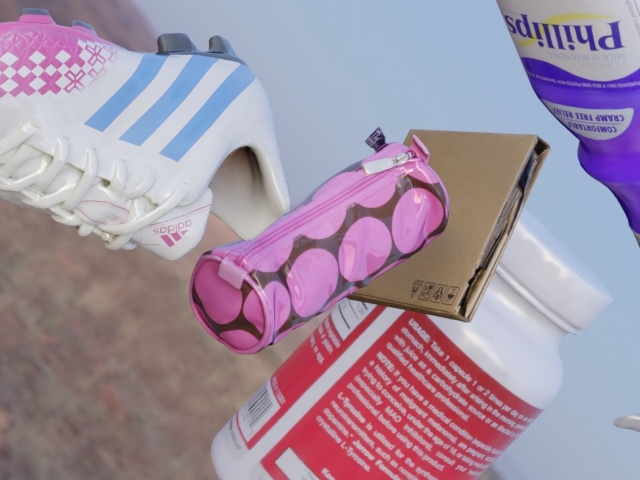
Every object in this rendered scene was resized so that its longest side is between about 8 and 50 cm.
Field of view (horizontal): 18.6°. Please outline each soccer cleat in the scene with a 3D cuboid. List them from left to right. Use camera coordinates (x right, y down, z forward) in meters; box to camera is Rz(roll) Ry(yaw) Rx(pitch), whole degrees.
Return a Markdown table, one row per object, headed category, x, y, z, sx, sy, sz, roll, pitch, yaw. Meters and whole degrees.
| category | x | y | z | sx | sy | sz | roll | pitch | yaw |
| --- | --- | --- | --- | --- | --- | --- | --- | --- | --- |
| soccer cleat | -0.140 | -0.055 | 1.189 | 0.331 | 0.116 | 0.143 | -5 | 67 | -48 |

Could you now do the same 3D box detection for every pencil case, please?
| category | x | y | z | sx | sy | sz | roll | pitch | yaw |
| --- | --- | --- | --- | --- | --- | --- | --- | --- | --- |
| pencil case | 0.000 | 0.000 | 1.481 | 0.095 | 0.209 | 0.098 | 46 | -31 | 15 |

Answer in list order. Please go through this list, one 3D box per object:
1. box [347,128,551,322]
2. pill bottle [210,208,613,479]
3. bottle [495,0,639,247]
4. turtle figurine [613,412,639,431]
| category | x | y | z | sx | sy | sz | roll | pitch | yaw |
| --- | --- | --- | --- | --- | --- | --- | --- | --- | --- |
| box | 0.100 | -0.018 | 1.650 | 0.021 | 0.164 | 0.201 | 30 | -10 | -27 |
| pill bottle | 0.097 | 0.147 | 2.008 | 0.229 | 0.408 | 0.229 | 42 | 10 | -9 |
| bottle | 0.166 | -0.116 | 1.095 | 0.118 | 0.092 | 0.283 | 14 | -42 | 48 |
| turtle figurine | 0.335 | 0.220 | 1.094 | 0.198 | 0.266 | 0.275 | -87 | 155 | -61 |
